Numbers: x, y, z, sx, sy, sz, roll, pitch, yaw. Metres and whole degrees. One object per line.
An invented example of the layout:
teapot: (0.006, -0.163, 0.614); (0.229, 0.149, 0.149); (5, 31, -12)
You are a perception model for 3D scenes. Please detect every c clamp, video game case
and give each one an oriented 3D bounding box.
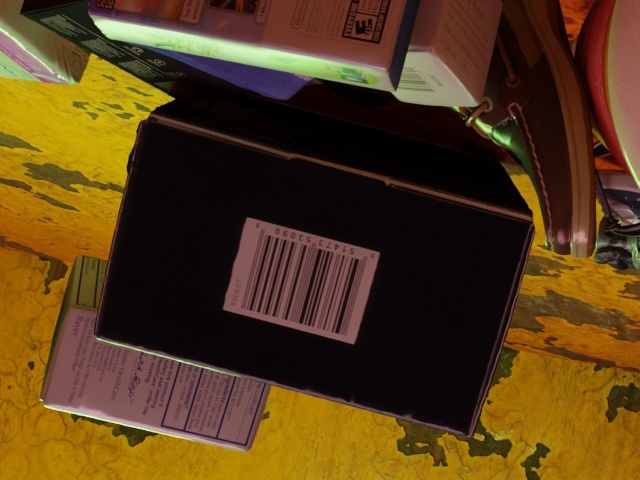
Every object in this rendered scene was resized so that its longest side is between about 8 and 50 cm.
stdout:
c clamp: (0.382, -0.074, 1.793); (0.137, 0.161, 0.022); (-26, 176, 40)
video game case: (-0.028, -0.270, 1.080); (0.244, 0.270, 0.061); (13, 169, 12)

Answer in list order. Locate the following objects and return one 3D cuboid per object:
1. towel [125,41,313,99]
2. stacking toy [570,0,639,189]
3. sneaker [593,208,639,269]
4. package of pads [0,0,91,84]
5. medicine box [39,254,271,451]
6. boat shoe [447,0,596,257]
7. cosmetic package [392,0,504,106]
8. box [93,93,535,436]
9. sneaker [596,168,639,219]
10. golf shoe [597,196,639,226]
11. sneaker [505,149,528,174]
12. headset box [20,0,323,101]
towel: (-0.025, -0.259, 1.317); (0.243, 0.040, 0.336); (20, 140, -35)
stacking toy: (0.335, -0.161, 1.218); (0.350, 0.351, 0.480); (18, -177, -15)
sneaker: (0.489, 0.001, 2.020); (0.153, 0.101, 0.268); (12, 170, -1)
package of pads: (-0.467, -0.305, 1.801); (0.229, 0.101, 0.296); (9, 165, 23)
medicine box: (-0.225, 0.152, 1.910); (0.289, 0.149, 0.263); (16, -168, -11)
boat shoe: (0.165, -0.137, 1.217); (0.123, 0.342, 0.123); (-12, 160, 7)
cosmetic package: (0.104, -0.240, 1.146); (0.085, 0.231, 0.117); (8, 166, 29)
box: (0.000, 0.000, 1.815); (0.479, 0.297, 0.472); (15, -167, 0)
sneaker: (0.513, 0.008, 1.814); (0.350, 0.148, 0.131); (20, -168, 19)
golf shoe: (0.460, -0.040, 1.925); (0.176, 0.086, 0.069); (48, -161, 18)
sneaker: (0.257, -0.154, 1.707); (0.106, 0.101, 0.267); (32, 173, 20)
headset box: (-0.145, -0.270, 1.522); (0.246, 0.131, 0.283); (26, 163, -39)
